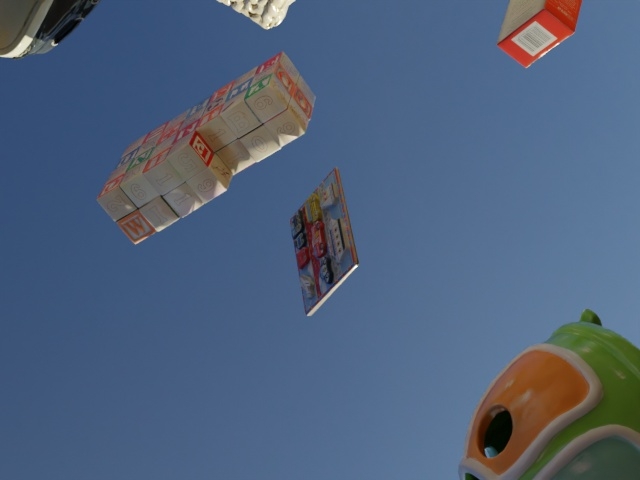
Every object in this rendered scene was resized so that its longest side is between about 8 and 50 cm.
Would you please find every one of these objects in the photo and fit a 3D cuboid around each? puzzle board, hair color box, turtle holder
[{"bbox_3d":[0.000,0.000,1.059,0.011,0.096,0.128,13,-133,-29],"label":"puzzle board"},{"bbox_3d":[0.226,-0.247,1.020,0.043,0.072,0.141,33,-126,-18],"label":"hair color box"},{"bbox_3d":[0.275,0.250,1.058,0.227,0.243,0.320,-31,-47,-17],"label":"turtle holder"}]

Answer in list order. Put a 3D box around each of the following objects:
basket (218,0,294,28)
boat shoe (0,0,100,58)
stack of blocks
[{"bbox_3d":[-0.065,-0.469,1.133,0.266,0.331,0.328,29,-106,-8],"label":"basket"},{"bbox_3d":[-0.324,-0.381,1.392,0.127,0.340,0.113,43,-165,19],"label":"boat shoe"},{"bbox_3d":[-0.159,-0.133,1.452,0.087,0.297,0.171,53,-157,-23],"label":"stack of blocks"}]
